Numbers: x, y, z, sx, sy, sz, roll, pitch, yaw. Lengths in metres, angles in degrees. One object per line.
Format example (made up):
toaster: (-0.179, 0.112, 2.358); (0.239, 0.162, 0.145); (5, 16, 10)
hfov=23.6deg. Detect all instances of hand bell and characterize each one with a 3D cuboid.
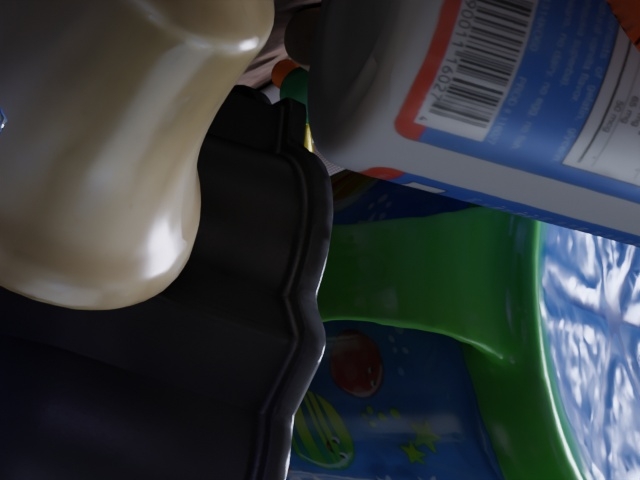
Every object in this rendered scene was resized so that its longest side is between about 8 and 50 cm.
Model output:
hand bell: (-0.011, -0.101, 0.385); (0.242, 0.126, 0.126); (-42, 171, 31)

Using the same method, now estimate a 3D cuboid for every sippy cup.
sippy cup: (0.065, 0.047, 0.784); (0.224, 0.305, 0.240); (-8, -140, 35)

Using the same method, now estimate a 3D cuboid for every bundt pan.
bundt pan: (-0.136, 0.066, 0.575); (0.331, 0.124, 0.331); (-44, -149, 36)

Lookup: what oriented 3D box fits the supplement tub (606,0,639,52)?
supplement tub: (0.232, -0.151, 0.383); (0.207, 0.207, 0.338); (-26, 178, -38)

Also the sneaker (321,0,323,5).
sneaker: (0.126, -0.141, 0.645); (0.112, 0.121, 0.299); (-14, 167, -44)

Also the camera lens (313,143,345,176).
camera lens: (0.000, 0.000, 1.515); (0.274, 0.219, 0.219); (-26, 179, -18)

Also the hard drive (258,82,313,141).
hard drive: (0.041, -0.130, 1.167); (0.307, 0.040, 0.203); (-27, 179, 24)

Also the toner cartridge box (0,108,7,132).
toner cartridge box: (-0.208, 0.009, 0.392); (0.165, 0.075, 0.348); (-28, -177, -28)

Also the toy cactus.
toy cactus: (0.033, -0.106, 0.949); (0.219, 0.112, 0.180); (-18, 173, 26)

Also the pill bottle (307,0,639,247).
pill bottle: (0.117, -0.061, 0.574); (0.221, 0.124, 0.124); (15, 164, -16)
